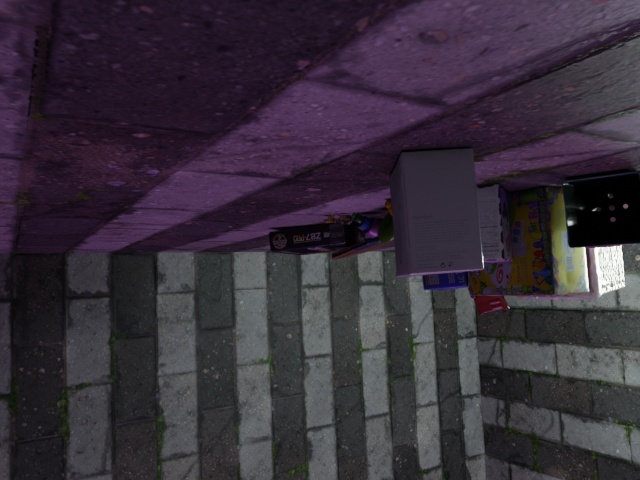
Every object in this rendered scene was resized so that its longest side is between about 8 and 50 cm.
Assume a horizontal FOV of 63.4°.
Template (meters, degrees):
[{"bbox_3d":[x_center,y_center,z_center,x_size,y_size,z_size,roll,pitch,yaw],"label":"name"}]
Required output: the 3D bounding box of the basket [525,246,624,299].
[{"bbox_3d":[0.967,0.051,2.037,0.267,0.331,0.328,-6,179,-37],"label":"basket"}]

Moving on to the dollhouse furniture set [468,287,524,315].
[{"bbox_3d":[0.747,0.133,1.906,0.374,0.152,0.201,-19,-169,36],"label":"dollhouse furniture set"}]

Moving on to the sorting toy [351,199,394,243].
[{"bbox_3d":[0.195,-0.074,1.612,0.126,0.127,0.366,30,167,-17],"label":"sorting toy"}]

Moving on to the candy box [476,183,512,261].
[{"bbox_3d":[0.459,-0.040,1.376,0.070,0.196,0.165,-5,175,27],"label":"candy box"}]

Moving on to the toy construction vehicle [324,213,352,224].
[{"bbox_3d":[0.067,-0.075,1.774,0.098,0.035,0.086,1,-174,-12],"label":"toy construction vehicle"}]

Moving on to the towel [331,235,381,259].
[{"bbox_3d":[0.257,0.000,2.094,0.370,0.040,0.271,-12,171,-33],"label":"towel"}]

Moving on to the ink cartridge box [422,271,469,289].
[{"bbox_3d":[0.438,0.029,1.742,0.151,0.269,0.396,-9,173,30],"label":"ink cartridge box"}]

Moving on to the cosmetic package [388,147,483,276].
[{"bbox_3d":[0.220,-0.045,1.025,0.138,0.224,0.224,-5,175,2],"label":"cosmetic package"}]

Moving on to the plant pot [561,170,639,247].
[{"bbox_3d":[0.729,-0.080,1.311,0.166,0.165,0.234,-6,-178,35],"label":"plant pot"}]

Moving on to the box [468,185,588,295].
[{"bbox_3d":[0.587,0.012,1.505,0.177,0.289,0.279,0,175,-35],"label":"box"}]

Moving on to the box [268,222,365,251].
[{"bbox_3d":[0.000,0.000,2.227,0.319,0.097,0.395,-8,174,16],"label":"box"}]

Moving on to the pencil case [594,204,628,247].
[{"bbox_3d":[0.841,-0.047,1.732,0.160,0.167,0.386,26,159,-38],"label":"pencil case"}]
